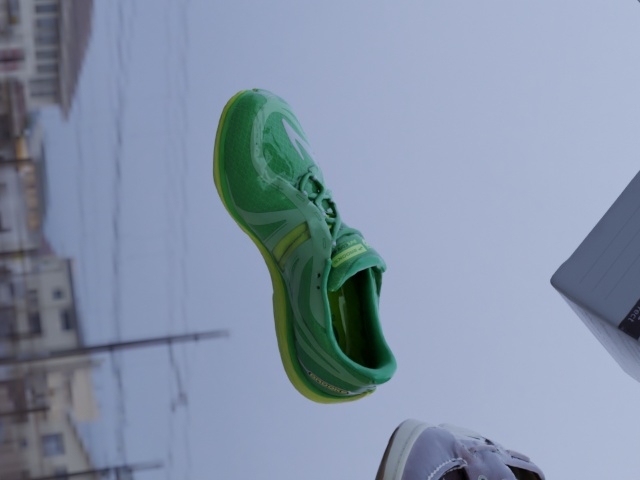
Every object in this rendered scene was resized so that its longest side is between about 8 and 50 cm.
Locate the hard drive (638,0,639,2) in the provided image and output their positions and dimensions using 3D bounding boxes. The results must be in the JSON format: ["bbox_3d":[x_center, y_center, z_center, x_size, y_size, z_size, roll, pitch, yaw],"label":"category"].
[{"bbox_3d":[0.222,-0.197,0.700,0.203,0.040,0.307,45,-19,-6],"label":"hard drive"}]

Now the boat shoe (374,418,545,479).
[{"bbox_3d":[0.126,0.226,1.244,0.342,0.123,0.123,13,91,-71],"label":"boat shoe"}]

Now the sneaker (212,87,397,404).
[{"bbox_3d":[0.000,0.000,1.279,0.123,0.109,0.296,-11,-78,48],"label":"sneaker"}]

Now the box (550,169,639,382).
[{"bbox_3d":[0.274,0.020,0.964,0.119,0.181,0.182,36,-4,37],"label":"box"}]
